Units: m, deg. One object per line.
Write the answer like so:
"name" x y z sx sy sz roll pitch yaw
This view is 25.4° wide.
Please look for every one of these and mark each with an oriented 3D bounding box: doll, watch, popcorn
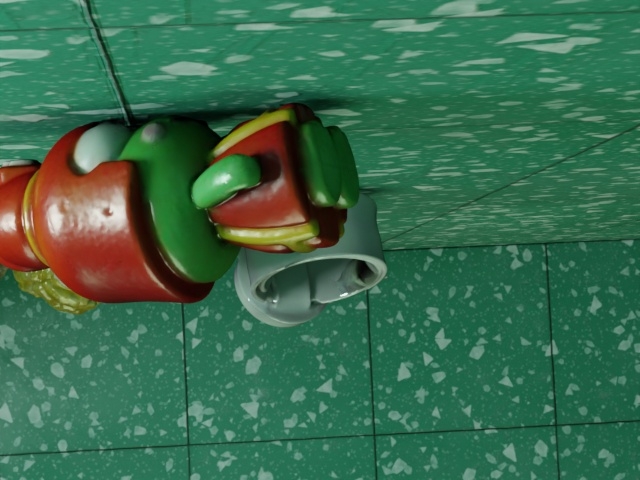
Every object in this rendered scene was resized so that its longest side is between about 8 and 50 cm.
"doll" -0.151 -0.025 1.207 0.363 0.160 0.183 -3 -176 18
"watch" 0.000 0.000 2.057 0.244 0.196 0.231 -2 155 -24
"popcorn" -0.439 0.047 2.411 0.180 0.170 0.180 -8 139 -7

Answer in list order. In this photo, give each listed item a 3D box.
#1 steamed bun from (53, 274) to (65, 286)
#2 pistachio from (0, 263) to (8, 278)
"steamed bun" -0.251 -0.001 1.814 0.177 0.130 0.228 2 176 -33
"pistachio" -0.493 0.015 1.956 0.129 0.131 0.206 -49 -161 -25
